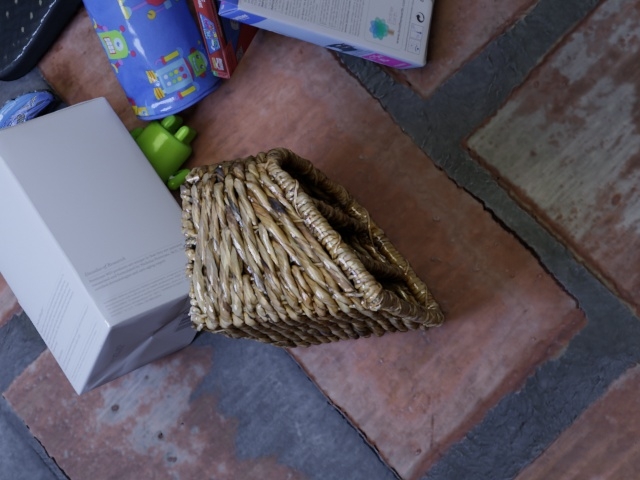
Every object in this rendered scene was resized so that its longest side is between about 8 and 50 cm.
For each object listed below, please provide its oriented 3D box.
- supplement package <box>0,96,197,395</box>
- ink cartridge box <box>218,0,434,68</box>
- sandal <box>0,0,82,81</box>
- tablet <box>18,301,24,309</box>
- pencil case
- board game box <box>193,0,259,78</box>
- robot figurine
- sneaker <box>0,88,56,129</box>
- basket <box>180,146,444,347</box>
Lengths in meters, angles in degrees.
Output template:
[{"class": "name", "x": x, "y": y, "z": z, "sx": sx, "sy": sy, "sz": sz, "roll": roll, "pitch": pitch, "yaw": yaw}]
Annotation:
[{"class": "supplement package", "x": -0.280, "y": 0.003, "z": 1.635, "sx": 0.293, "sy": 0.175, "sz": 0.177, "roll": 54, "pitch": 144, "yaw": 16}, {"class": "ink cartridge box", "x": -0.002, "y": -0.330, "z": 1.579, "sx": 0.065, "sy": 0.311, "sz": 0.186, "roll": 1, "pitch": 81, "yaw": 59}, {"class": "sandal", "x": -0.320, "y": -0.396, "z": 1.788, "sx": 0.446, "sy": 0.107, "sz": 0.167, "roll": -42, "pitch": 73, "yaw": 22}, {"class": "tablet", "x": -0.362, "y": 0.093, "z": 1.772, "sx": 0.054, "sy": 0.006, "sz": 0.083, "roll": -42, "pitch": 72, "yaw": 9}, {"class": "pencil case", "x": -0.241, "y": -0.301, "z": 1.661, "sx": 0.133, "sy": 0.119, "sz": 0.306, "roll": -8, "pitch": 116, "yaw": 43}, {"class": "board game box", "x": -0.115, "y": -0.344, "z": 1.589, "sx": 0.027, "sy": 0.281, "sz": 0.145, "roll": 12, "pitch": 55, "yaw": 19}, {"class": "robot figurine", "x": -0.212, "y": -0.110, "z": 1.719, "sx": 0.101, "sy": 0.067, "sz": 0.115, "roll": 41, "pitch": 96, "yaw": 7}, {"class": "sneaker", "x": -0.414, "y": -0.106, "z": 1.787, "sx": 0.087, "sy": 0.083, "sz": 0.221, "roll": 35, "pitch": 99, "yaw": 6}, {"class": "basket", "x": 0.000, "y": 0.000, "z": 1.514, "sx": 0.223, "sy": 0.299, "sz": 0.213, "roll": -9, "pitch": 78, "yaw": 19}]
